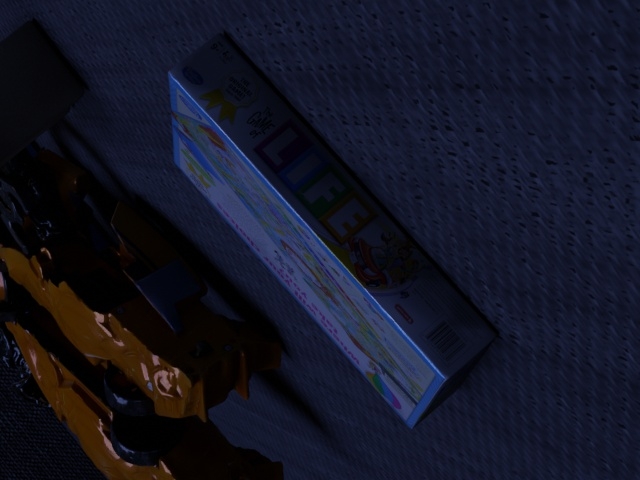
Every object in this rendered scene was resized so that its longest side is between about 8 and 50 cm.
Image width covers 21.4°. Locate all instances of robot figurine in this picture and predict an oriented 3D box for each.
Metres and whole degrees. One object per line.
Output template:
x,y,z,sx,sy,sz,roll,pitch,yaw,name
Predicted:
-0.138,0.048,1.041,0.291,0.085,0.211,40,142,38,robot figurine

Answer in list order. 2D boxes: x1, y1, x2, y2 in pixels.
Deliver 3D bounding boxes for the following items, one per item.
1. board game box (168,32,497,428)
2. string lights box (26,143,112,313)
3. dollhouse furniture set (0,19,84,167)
0.000,0.000,0.663,0.154,0.026,0.103,48,166,9,board game box
-0.202,0.012,1.229,0.259,0.077,0.133,53,165,-10,string lights box
-0.259,-0.134,0.901,0.259,0.135,0.262,52,166,-7,dollhouse furniture set
